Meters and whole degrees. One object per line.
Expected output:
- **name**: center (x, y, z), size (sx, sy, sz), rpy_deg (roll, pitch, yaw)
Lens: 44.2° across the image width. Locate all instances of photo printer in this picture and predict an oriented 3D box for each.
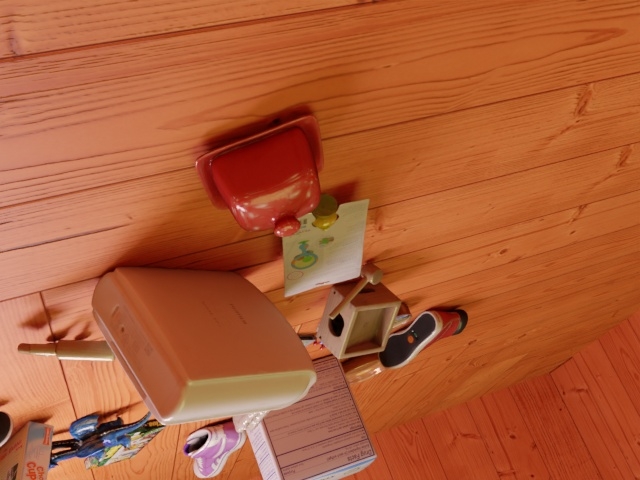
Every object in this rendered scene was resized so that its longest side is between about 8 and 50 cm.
- **photo printer**: center (-0.161, 0.152, 1.204), size (0.307, 0.256, 0.107), rpy_deg (7, 124, -50)

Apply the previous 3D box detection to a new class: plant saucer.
- **plant saucer**: center (0.116, 0.364, 2.246), size (0.200, 0.037, 0.200), rpy_deg (-20, 157, -9)

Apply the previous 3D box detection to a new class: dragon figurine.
- **dragon figurine**: center (-0.505, 0.441, 1.764), size (0.289, 0.085, 0.144), rpy_deg (-27, 158, 16)

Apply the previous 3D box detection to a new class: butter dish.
- **butter dish**: center (-0.058, -0.059, 0.985), size (0.160, 0.118, 0.160), rpy_deg (-21, 157, -4)

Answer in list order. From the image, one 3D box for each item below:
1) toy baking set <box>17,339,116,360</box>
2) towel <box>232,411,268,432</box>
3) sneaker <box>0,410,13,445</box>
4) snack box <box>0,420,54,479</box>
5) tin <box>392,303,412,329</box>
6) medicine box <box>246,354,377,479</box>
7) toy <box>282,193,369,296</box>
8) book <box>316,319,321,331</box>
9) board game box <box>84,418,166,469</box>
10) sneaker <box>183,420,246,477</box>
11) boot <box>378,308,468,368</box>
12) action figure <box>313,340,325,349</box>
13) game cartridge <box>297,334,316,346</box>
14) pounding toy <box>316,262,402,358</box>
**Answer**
- **toy baking set**: center (-0.339, 0.166, 1.251), size (0.256, 0.030, 0.197), rpy_deg (3, 178, -3)
- **towel**: center (-0.132, 0.252, 1.546), size (0.049, 0.187, 0.282), rpy_deg (-6, 154, -26)
- **sneaker**: center (-0.654, 0.340, 1.388), size (0.235, 0.084, 0.097), rpy_deg (-3, 150, -40)
- **snack box**: center (-0.670, 0.534, 1.678), size (0.060, 0.187, 0.322), rpy_deg (22, 136, -32)
- **tin**: center (0.126, 0.201, 1.879), size (0.190, 0.040, 0.106), rpy_deg (-20, 154, -6)
- **medicine box**: center (-0.041, 0.476, 2.012), size (0.263, 0.289, 0.149), rpy_deg (-12, 156, -23)
- **toy**: center (0.000, 0.000, 1.265), size (0.137, 0.056, 0.237), rpy_deg (-14, 152, -10)
- **book**: center (0.053, 0.167, 1.737), size (0.096, 0.035, 0.144), rpy_deg (-17, 158, -22)
- **board game box**: center (-0.509, 0.528, 2.040), size (0.136, 0.030, 0.259), rpy_deg (-3, 151, -36)
- **sneaker**: center (-0.352, 0.621, 2.330), size (0.161, 0.102, 0.282), rpy_deg (1, 138, -38)
- **boot**: center (0.281, 0.265, 2.114), size (0.176, 0.088, 0.244), rpy_deg (-1, 146, -46)
- **action figure**: center (0.031, 0.227, 1.825), size (0.038, 0.030, 0.115), rpy_deg (41, 142, -23)
- **game cartridge**: center (-0.053, 0.236, 1.815), size (0.056, 0.017, 0.083), rpy_deg (-32, 157, 32)
- **pounding toy**: center (0.064, 0.124, 1.575), size (0.181, 0.094, 0.206), rpy_deg (-4, 121, -38)
